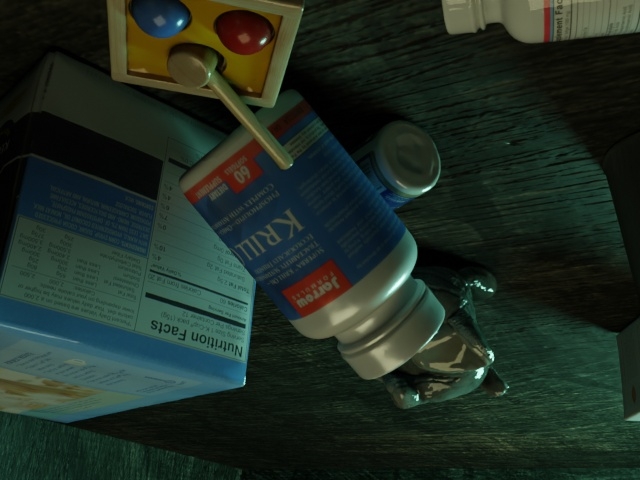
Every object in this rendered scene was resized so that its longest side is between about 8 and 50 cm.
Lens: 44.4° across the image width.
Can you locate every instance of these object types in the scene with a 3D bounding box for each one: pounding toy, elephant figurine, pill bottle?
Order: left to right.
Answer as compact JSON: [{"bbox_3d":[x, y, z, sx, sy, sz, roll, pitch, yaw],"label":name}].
[{"bbox_3d":[-0.066,-0.129,0.500,0.130,0.100,0.141,9,156,-10],"label":"pounding toy"},{"bbox_3d":[0.000,0.000,0.635,0.221,0.124,0.124,50,143,-8],"label":"pill bottle"},{"bbox_3d":[0.046,-0.054,0.702,0.067,0.067,0.120,17,154,-28],"label":"pill bottle"},{"bbox_3d":[0.144,0.097,0.954,0.185,0.169,0.239,-18,147,-22],"label":"elephant figurine"},{"bbox_3d":[0.147,-0.154,0.425,0.160,0.087,0.087,-2,156,15],"label":"pill bottle"}]

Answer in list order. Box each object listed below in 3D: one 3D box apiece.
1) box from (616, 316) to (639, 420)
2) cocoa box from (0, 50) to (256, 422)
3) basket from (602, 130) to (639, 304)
[{"bbox_3d":[0.483,0.170,1.073,0.090,0.130,0.170,2,158,2],"label":"box"},{"bbox_3d":[-0.246,0.030,0.740,0.231,0.228,0.347,22,151,-37],"label":"cocoa box"},{"bbox_3d":[0.349,0.034,0.656,0.204,0.227,0.154,6,157,-7],"label":"basket"}]
